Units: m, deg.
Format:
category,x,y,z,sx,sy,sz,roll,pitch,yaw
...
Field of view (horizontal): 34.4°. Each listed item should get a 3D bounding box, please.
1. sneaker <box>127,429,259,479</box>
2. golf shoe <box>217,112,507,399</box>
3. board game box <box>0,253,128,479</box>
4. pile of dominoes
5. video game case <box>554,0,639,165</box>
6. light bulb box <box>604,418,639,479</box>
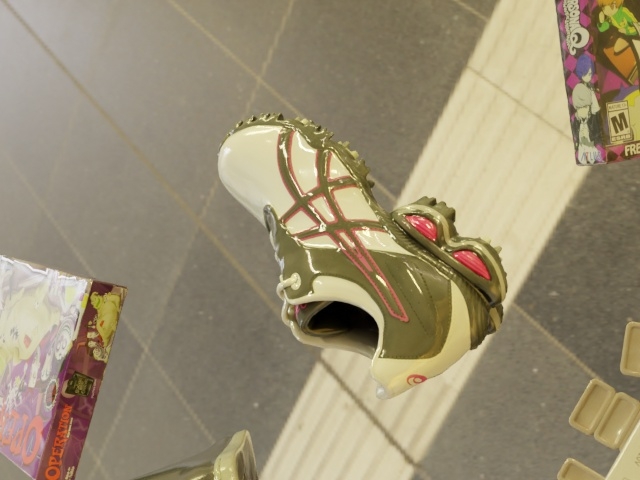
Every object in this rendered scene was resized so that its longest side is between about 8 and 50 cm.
category,x,y,z,sx,sy,sz,roll,pitch,yaw
sneaker,-0.105,0.195,0.777,0.222,0.118,0.083,83,174,-78
golf shoe,0.000,0.000,0.727,0.273,0.120,0.105,33,154,36
board game box,-0.330,0.129,1.167,0.346,0.056,0.208,6,84,56
pile of dominoes,0.392,0.224,1.086,0.251,0.040,0.196,29,90,23
video game case,0.287,-0.178,0.799,0.042,0.232,0.210,-175,75,-67
light bulb box,0.383,0.294,0.769,0.361,0.225,0.358,26,73,32
